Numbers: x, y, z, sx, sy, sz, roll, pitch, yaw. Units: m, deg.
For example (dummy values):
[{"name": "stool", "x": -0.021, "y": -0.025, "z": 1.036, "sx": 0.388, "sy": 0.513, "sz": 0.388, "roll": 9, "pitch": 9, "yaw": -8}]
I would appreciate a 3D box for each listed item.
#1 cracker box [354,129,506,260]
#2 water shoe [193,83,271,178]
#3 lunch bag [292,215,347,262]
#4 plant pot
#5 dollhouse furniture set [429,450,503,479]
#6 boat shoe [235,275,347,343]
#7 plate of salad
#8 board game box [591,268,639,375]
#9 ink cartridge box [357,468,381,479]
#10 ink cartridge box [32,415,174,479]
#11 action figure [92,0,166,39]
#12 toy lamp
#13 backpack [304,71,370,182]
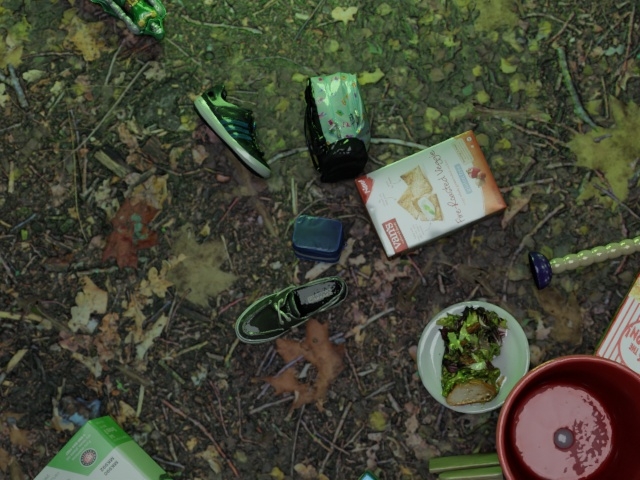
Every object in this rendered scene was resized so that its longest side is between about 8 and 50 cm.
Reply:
[{"name": "cracker box", "x": 0.196, "y": -0.080, "z": 1.864, "sx": 0.232, "sy": 0.067, "sz": 0.156, "roll": -24, "pitch": 81, "yaw": 1}, {"name": "water shoe", "x": -0.147, "y": -0.204, "z": 1.902, "sx": 0.080, "sy": 0.073, "sz": 0.203, "roll": -42, "pitch": 82, "yaw": -4}, {"name": "lunch bag", "x": 0.000, "y": 0.000, "z": 1.869, "sx": 0.098, "sy": 0.065, "sz": 0.067, "roll": 10, "pitch": 68, "yaw": 6}, {"name": "plant pot", "x": 0.416, "y": 0.326, "z": 1.706, "sx": 0.274, "sy": 0.243, "sz": 0.275, "roll": -1, "pitch": 82, "yaw": 4}, {"name": "dollhouse furniture set", "x": 0.256, "y": 0.460, "z": 1.764, "sx": 0.123, "sy": 0.144, "sz": 0.151, "roll": -7, "pitch": 96, "yaw": 8}, {"name": "boat shoe", "x": -0.056, "y": 0.119, "z": 1.853, "sx": 0.219, "sy": 0.070, "sz": 0.078, "roll": -26, "pitch": 81, "yaw": 0}, {"name": "plate of salad", "x": 0.265, "y": 0.202, "z": 1.815, "sx": 0.199, "sy": 0.048, "sz": 0.200, "roll": -5, "pitch": 73, "yaw": 15}, {"name": "board game box", "x": 0.581, "y": 0.167, "z": 1.815, "sx": 0.146, "sy": 0.045, "sz": 0.194, "roll": 29, "pitch": 85, "yaw": 7}, {"name": "ink cartridge box", "x": 0.129, "y": 0.478, "z": 1.775, "sx": 0.181, "sy": 0.104, "sz": 0.061, "roll": 41, "pitch": 87, "yaw": 8}, {"name": "ink cartridge box", "x": -0.354, "y": 0.481, "z": 1.800, "sx": 0.289, "sy": 0.121, "sz": 0.211, "roll": 42, "pitch": 87, "yaw": 7}, {"name": "action figure", "x": -0.371, "y": -0.468, "z": 1.962, "sx": 0.137, "sy": 0.063, "sz": 0.232, "roll": -42, "pitch": 85, "yaw": -5}, {"name": "toy lamp", "x": 0.509, "y": 0.021, "z": 1.826, "sx": 0.274, "sy": 0.080, "sz": 0.080, "roll": -14, "pitch": 82, "yaw": 5}, {"name": "backpack", "x": 0.030, "y": -0.212, "z": 1.866, "sx": 0.115, "sy": 0.152, "sz": 0.182, "roll": -8, "pitch": 71, "yaw": -5}]
